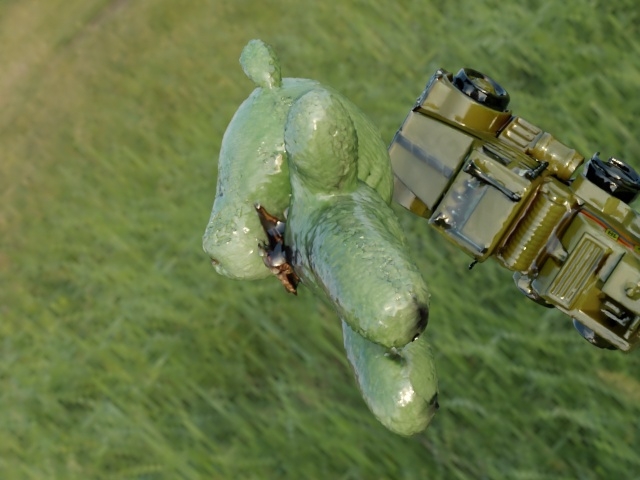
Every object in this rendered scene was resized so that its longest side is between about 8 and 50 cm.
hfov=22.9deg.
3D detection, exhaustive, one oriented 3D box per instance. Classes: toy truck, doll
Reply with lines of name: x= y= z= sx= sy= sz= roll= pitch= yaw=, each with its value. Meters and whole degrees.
toy truck: x=0.161 y=-0.019 z=1.214 sx=0.127 sy=0.257 sz=0.127 roll=-60 pitch=-16 yaw=25
doll: x=0.000 y=0.000 z=0.548 sx=0.077 sy=0.115 sz=0.150 roll=-27 pitch=38 yaw=-2
